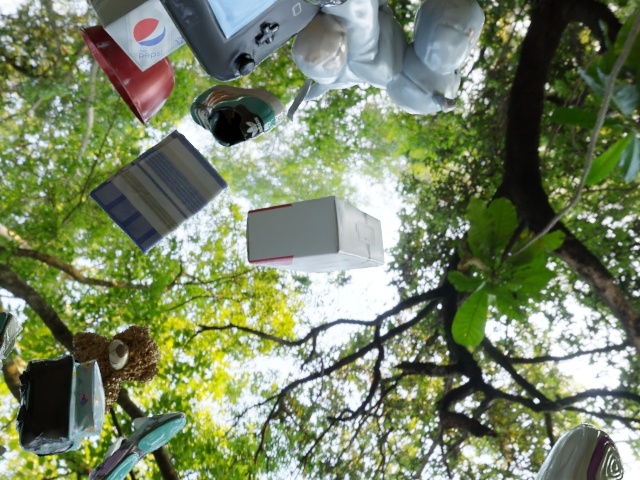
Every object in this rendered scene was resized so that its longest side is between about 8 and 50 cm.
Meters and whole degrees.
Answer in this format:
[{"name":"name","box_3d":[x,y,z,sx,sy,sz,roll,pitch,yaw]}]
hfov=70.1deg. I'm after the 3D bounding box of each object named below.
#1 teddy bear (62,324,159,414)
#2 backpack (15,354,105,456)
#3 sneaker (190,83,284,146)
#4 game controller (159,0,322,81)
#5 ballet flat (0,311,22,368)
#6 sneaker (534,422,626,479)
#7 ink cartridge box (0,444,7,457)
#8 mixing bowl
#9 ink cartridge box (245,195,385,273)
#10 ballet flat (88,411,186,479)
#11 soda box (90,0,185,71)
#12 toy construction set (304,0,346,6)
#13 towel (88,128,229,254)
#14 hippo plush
[{"name":"teddy bear","box_3d":[-0.579,0.325,1.136,0.337,0.113,0.245,-10,-137,11]},{"name":"backpack","box_3d":[-0.487,0.315,0.863,0.144,0.188,0.166,1,-122,-31]},{"name":"sneaker","box_3d":[-0.223,-0.278,1.030,0.302,0.108,0.121,13,-132,43]},{"name":"game controller","box_3d":[-0.067,-0.249,0.357,0.166,0.319,0.067,-31,-100,0]},{"name":"ballet flat","box_3d":[-0.790,0.270,1.100,0.086,0.086,0.248,1,-153,-11]},{"name":"sneaker","box_3d":[0.189,0.313,0.454,0.114,0.305,0.152,24,179,-26]},{"name":"ink cartridge box","box_3d":[-0.732,0.420,0.897,0.181,0.062,0.104,31,-139,-1]},{"name":"mixing bowl","box_3d":[-0.323,-0.307,0.802,0.098,0.181,0.181,-37,-120,-13]},{"name":"ink cartridge box","box_3d":[0.000,0.000,1.007,0.207,0.283,0.117,-8,-101,25]},{"name":"ballet flat","box_3d":[-0.395,0.433,0.970,0.079,0.077,0.221,30,-120,37]},{"name":"soda box","box_3d":[-0.306,-0.398,0.694,0.098,0.091,0.286,-32,-113,1]},{"name":"toy construction set","box_3d":[0.014,-0.236,0.116,0.257,0.238,0.308,18,-173,-41]},{"name":"towel","box_3d":[-0.397,-0.128,1.150,0.209,0.034,0.285,47,-112,-1]},{"name":"hippo plush","box_3d":[0.097,-0.263,0.653,0.236,0.294,0.234,23,-145,-1]}]
